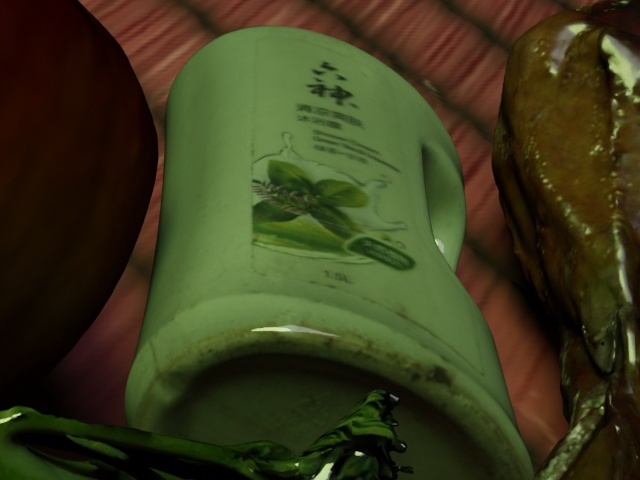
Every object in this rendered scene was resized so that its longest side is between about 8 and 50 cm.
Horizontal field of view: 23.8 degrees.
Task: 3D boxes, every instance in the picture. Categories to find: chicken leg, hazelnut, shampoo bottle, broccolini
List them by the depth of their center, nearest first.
[{"bbox_3d":[-0.110,0.080,0.323,0.272,0.123,0.062,7,12,-28],"label":"broccolini"},{"bbox_3d":[-0.152,-0.008,0.403,0.208,0.208,0.208,8,37,-6],"label":"hazelnut"},{"bbox_3d":[0.000,0.000,0.491,0.118,0.087,0.234,32,26,-21],"label":"shampoo bottle"},{"bbox_3d":[0.096,0.011,0.505,0.093,0.113,0.304,-1,37,14],"label":"chicken leg"}]
